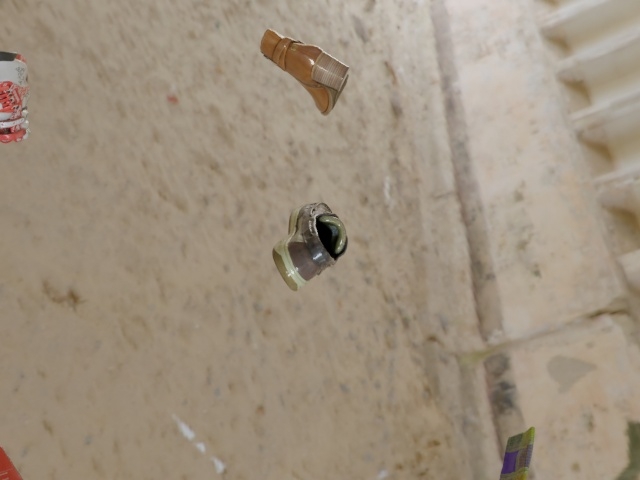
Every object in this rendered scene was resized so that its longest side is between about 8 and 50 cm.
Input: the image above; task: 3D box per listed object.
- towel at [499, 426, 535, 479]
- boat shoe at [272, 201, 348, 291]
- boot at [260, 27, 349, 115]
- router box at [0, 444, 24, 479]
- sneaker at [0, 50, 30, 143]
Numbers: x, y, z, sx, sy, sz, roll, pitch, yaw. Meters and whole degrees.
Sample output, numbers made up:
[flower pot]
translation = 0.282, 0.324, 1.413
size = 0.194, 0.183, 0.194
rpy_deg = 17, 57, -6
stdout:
[towel]
translation = 0.206, 0.241, 1.041
size = 0.060, 0.009, 0.083
rpy_deg = 127, -16, -66
[boat shoe]
translation = 0.000, 0.000, 0.839
size = 0.056, 0.049, 0.152
rpy_deg = 63, 17, -15
[boot]
translation = -0.030, -0.290, 1.653
size = 0.073, 0.152, 0.197
rpy_deg = -62, 179, -14
[router box]
translation = -0.515, 0.543, 1.524
size = 0.082, 0.335, 0.301
rpy_deg = -9, 51, -51
[sneaker]
translation = -0.585, -0.259, 1.815
size = 0.270, 0.090, 0.145
rpy_deg = 169, -81, -79
